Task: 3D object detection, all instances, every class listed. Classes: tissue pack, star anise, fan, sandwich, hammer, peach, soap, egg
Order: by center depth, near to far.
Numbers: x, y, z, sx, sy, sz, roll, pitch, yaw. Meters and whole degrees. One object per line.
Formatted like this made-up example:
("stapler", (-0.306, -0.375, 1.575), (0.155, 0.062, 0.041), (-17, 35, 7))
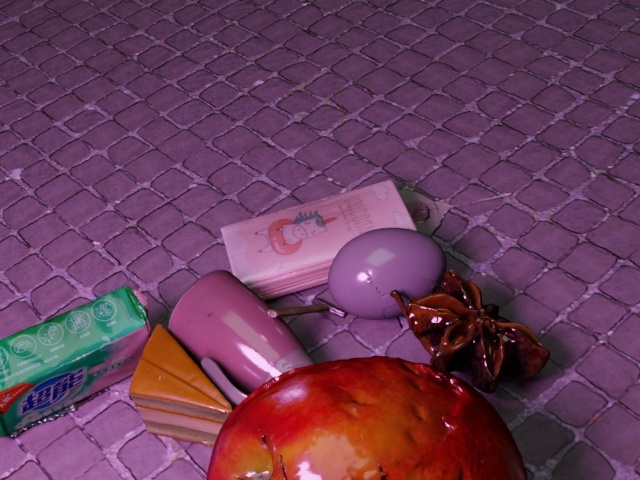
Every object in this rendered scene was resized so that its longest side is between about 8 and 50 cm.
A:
("peach", (0.079, 0.329, 1.305), (0.417, 0.353, 0.339), (18, 39, -33))
("star anise", (0.232, 0.147, 1.565), (0.190, 0.125, 0.220), (-12, 43, -19))
("sandwich", (-0.182, 0.222, 1.567), (0.187, 0.117, 0.144), (7, 48, 19))
("soap", (-0.396, 0.182, 1.596), (0.273, 0.218, 0.098), (-25, 60, -21))
("hammer", (-0.026, 0.113, 1.639), (0.062, 0.013, 0.199), (26, 12, 25))
("egg", (0.109, 0.052, 1.671), (0.199, 0.146, 0.146), (-18, 43, -2))
("tissue pack", (0.000, 0.000, 1.801), (0.325, 0.071, 0.170), (-16, 40, -3))
("fan", (0.199, -0.053, 1.868), (0.310, 0.010, 0.182), (-14, 42, -3))

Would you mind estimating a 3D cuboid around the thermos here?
("thermos", (-0.107, 0.179, 1.582), (0.265, 0.146, 0.176), (37, 37, 29))
